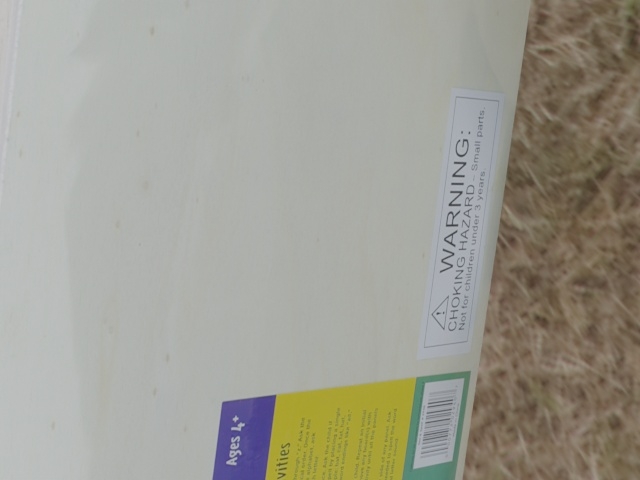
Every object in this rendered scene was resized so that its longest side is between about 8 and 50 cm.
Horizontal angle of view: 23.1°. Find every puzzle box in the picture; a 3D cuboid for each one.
[{"bbox_3d":[-0.030,0.011,0.537,0.052,0.272,0.409,11,96,35],"label":"puzzle box"}]
